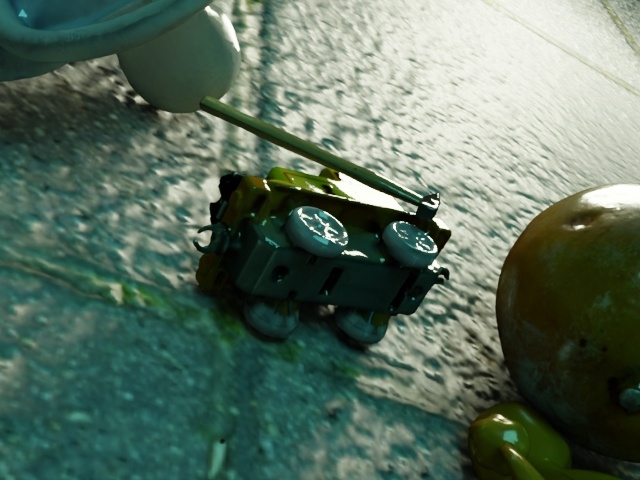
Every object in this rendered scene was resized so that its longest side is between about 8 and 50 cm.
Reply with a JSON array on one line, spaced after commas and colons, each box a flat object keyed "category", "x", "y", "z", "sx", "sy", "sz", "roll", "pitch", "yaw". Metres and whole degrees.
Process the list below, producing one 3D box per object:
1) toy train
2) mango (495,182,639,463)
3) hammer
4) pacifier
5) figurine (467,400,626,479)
[{"category": "toy train", "x": 0.000, "y": 0.000, "z": 0.582, "sx": 0.219, "sy": 0.089, "sz": 0.127, "roll": 9, "pitch": 32, "yaw": -35}, {"category": "mango", "x": 0.266, "y": 0.048, "z": 0.665, "sx": 0.221, "sy": 0.199, "sz": 0.384, "roll": 29, "pitch": 29, "yaw": 16}, {"category": "hammer", "x": -0.001, "y": -0.064, "z": 0.608, "sx": 0.198, "sy": 0.013, "sz": 0.062, "roll": 26, "pitch": 17, "yaw": 10}, {"category": "pacifier", "x": -0.130, "y": -0.167, "z": 0.588, "sx": 0.207, "sy": 0.278, "sz": 0.227, "roll": 65, "pitch": 0, "yaw": -53}, {"category": "figurine", "x": 0.129, "y": 0.150, "z": 0.501, "sx": 0.122, "sy": 0.121, "sz": 0.176, "roll": 54, "pitch": 5, "yaw": -18}]
